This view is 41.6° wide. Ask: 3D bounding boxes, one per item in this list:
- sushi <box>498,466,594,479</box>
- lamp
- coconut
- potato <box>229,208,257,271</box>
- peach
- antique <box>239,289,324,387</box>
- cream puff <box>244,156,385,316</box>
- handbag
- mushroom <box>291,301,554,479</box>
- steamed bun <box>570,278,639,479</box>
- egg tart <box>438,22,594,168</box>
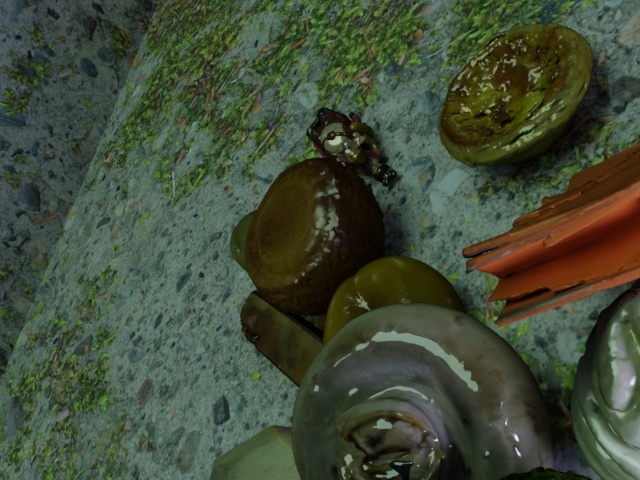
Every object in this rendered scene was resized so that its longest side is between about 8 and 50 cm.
[{"bbox_3d":[0.230,0.430,0.903,0.294,0.178,0.352,47,115,8],"label":"sushi"},{"bbox_3d":[0.059,-0.186,1.714,0.118,0.118,0.253,-50,35,12],"label":"lamp"},{"bbox_3d":[-0.076,0.425,1.337,0.259,0.259,0.259,-30,44,35],"label":"coconut"},{"bbox_3d":[-0.112,0.003,1.774,0.194,0.157,0.157,0,64,65],"label":"potato"},{"bbox_3d":[0.114,0.142,1.366,0.251,0.153,0.251,-13,67,31],"label":"peach"},{"bbox_3d":[-0.055,0.192,1.598,0.310,0.087,0.093,31,91,54],"label":"antique"},{"bbox_3d":[0.000,0.000,1.564,0.303,0.212,0.303,-23,59,44],"label":"cream puff"},{"bbox_3d":[0.378,-0.043,1.010,0.303,0.410,0.116,-29,89,38],"label":"handbag"},{"bbox_3d":[0.117,0.263,1.111,0.362,0.295,0.362,0,91,29],"label":"mushroom"},{"bbox_3d":[0.393,0.140,0.928,0.275,0.206,0.320,90,-156,-84],"label":"steamed bun"},{"bbox_3d":[0.333,-0.233,1.412,0.290,0.115,0.290,-29,43,32],"label":"egg tart"}]
